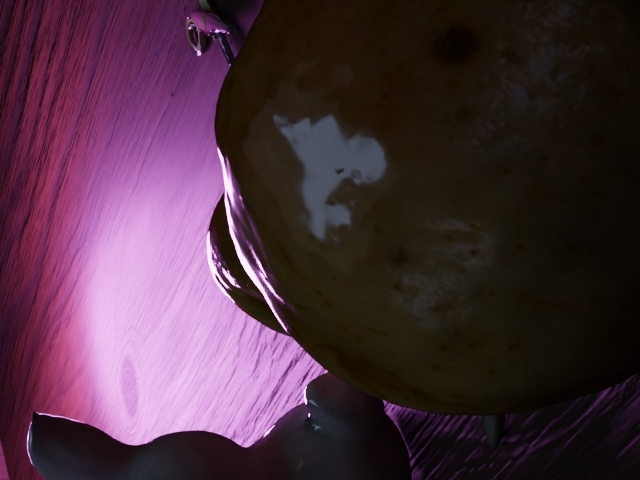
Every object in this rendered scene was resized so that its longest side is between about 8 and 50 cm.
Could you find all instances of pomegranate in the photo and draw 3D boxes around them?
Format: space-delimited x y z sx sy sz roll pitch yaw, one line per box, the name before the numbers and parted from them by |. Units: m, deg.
pomegranate | 0.140 -0.052 1.301 0.410 0.410 0.410 172 90 -69

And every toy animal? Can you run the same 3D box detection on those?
toy animal | -0.096 0.241 1.940 0.196 0.367 0.241 -127 40 -49

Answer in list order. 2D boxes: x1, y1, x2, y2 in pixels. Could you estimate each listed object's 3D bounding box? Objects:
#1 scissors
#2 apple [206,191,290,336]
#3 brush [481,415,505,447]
scissors | -0.131 -0.259 2.358 0.187 0.020 0.133 -127 32 -56
apple | 0.000 0.000 1.861 0.235 0.210 0.173 0 61 60
brush | 0.145 0.044 1.712 0.042 0.039 0.299 -42 -46 -62
